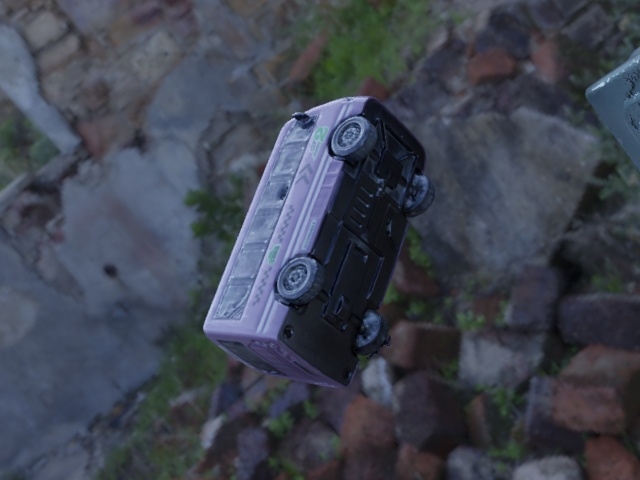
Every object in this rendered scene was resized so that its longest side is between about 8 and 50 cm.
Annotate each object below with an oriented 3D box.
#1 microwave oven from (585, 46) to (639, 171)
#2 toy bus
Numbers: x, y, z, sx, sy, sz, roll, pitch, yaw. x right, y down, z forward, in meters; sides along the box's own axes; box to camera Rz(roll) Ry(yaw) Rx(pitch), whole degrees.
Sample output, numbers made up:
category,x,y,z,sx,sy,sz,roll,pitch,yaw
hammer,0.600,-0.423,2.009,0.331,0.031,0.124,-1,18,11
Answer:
category,x,y,z,sx,sy,sz,roll,pitch,yaw
microwave oven,0.340,-0.041,0.692,0.181,0.295,0.237,-35,0,-17
toy bus,0.000,0.000,0.870,0.108,0.096,0.199,0,61,42
